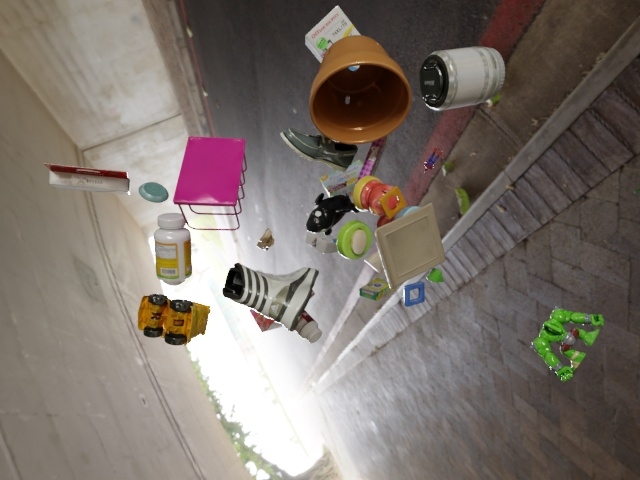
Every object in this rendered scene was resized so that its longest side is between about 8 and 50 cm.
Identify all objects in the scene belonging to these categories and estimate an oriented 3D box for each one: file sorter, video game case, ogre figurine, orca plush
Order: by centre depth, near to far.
[{"bbox_3d":[0.644,0.256,1.119,0.118,0.197,0.097,33,-172,28],"label":"ogre figurine"},{"bbox_3d":[0.069,-0.092,1.476,0.102,0.287,0.151,5,100,34],"label":"orca plush"},{"bbox_3d":[-0.374,-0.198,1.510,0.182,0.202,0.290,94,177,-58],"label":"file sorter"},{"bbox_3d":[0.188,-0.284,1.526,0.042,0.232,0.210,22,180,7],"label":"video game case"}]

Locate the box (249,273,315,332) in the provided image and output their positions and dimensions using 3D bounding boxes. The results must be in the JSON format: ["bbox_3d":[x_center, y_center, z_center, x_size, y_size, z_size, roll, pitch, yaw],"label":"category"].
[{"bbox_3d":[-0.162,0.257,1.773,0.257,0.128,0.122,-47,66,27],"label":"box"}]

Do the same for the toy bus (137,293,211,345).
[{"bbox_3d":[-0.502,0.267,1.519,0.211,0.220,0.149,-3,-77,-72],"label":"toy bus"}]

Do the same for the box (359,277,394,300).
[{"bbox_3d":[0.281,0.230,2.055,0.105,0.179,0.043,12,112,39],"label":"box"}]

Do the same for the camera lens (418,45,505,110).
[{"bbox_3d":[0.544,-0.636,1.667,0.219,0.275,0.219,166,90,-74],"label":"camera lens"}]

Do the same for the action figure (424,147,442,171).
[{"bbox_3d":[0.393,-0.279,1.506,0.038,0.030,0.115,35,154,9],"label":"action figure"}]

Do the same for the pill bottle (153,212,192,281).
[{"bbox_3d":[-0.565,0.024,1.628,0.136,0.137,0.245,-141,51,-58],"label":"pill bottle"}]

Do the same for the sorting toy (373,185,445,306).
[{"bbox_3d":[0.238,0.010,1.145,0.047,0.196,0.347,32,145,62],"label":"sorting toy"}]

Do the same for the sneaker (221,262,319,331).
[{"bbox_3d":[-0.156,0.127,1.357,0.258,0.169,0.447,26,-175,0],"label":"sneaker"}]

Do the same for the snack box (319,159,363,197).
[{"bbox_3d":[0.118,-0.264,1.902,0.174,0.207,0.070,-114,1,-54],"label":"snack box"}]

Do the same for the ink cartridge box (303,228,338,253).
[{"bbox_3d":[0.000,0.000,2.129,0.181,0.104,0.061,31,115,40],"label":"ink cartridge box"}]

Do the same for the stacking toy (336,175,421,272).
[{"bbox_3d":[0.216,-0.031,1.395,0.309,0.279,0.130,29,177,-38],"label":"stacking toy"}]

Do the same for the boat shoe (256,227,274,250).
[{"bbox_3d":[-0.215,-0.001,1.723,0.059,0.063,0.170,33,158,-5],"label":"boat shoe"}]

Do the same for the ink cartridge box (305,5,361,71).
[{"bbox_3d":[0.086,-0.895,1.981,0.270,0.198,0.197,47,-170,-13],"label":"ink cartridge box"}]

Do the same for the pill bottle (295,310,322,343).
[{"bbox_3d":[-0.065,0.333,1.682,0.152,0.086,0.086,41,155,32],"label":"pill bottle"}]

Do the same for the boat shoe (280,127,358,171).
[{"bbox_3d":[0.004,-0.319,1.399,0.320,0.099,0.116,12,-140,-47],"label":"boat shoe"}]

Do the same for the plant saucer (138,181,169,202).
[{"bbox_3d":[-0.679,-0.203,1.736,0.119,0.119,0.021,56,132,26],"label":"plant saucer"}]

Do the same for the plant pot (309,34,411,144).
[{"bbox_3d":[0.109,-0.461,1.261,0.290,0.291,0.203,87,180,-57],"label":"plant pot"}]

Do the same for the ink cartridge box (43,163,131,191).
[{"bbox_3d":[-0.954,-0.248,1.761,0.261,0.297,0.066,178,95,-69],"label":"ink cartridge box"}]

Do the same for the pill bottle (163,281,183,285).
[{"bbox_3d":[-0.649,0.103,1.892,0.208,0.118,0.117,-118,9,-60],"label":"pill bottle"}]
